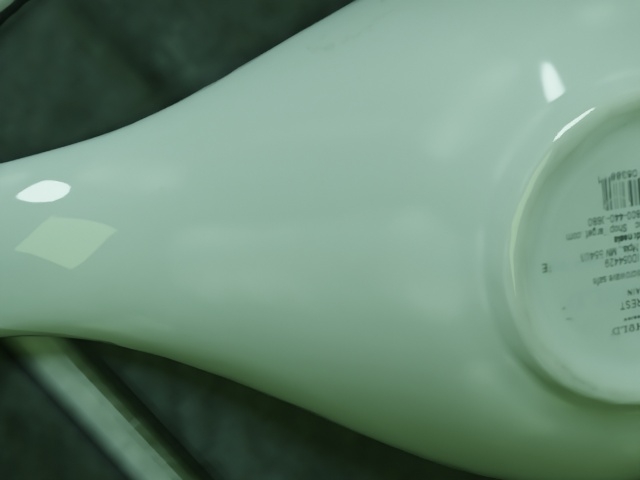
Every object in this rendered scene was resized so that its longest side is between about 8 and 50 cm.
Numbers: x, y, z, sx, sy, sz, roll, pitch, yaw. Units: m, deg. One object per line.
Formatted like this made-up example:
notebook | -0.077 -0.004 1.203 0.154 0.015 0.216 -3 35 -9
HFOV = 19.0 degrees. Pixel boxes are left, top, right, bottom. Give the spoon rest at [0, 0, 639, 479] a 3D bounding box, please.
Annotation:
spoon rest | 0.000 0.000 0.431 0.276 0.084 0.137 -6 103 -18
